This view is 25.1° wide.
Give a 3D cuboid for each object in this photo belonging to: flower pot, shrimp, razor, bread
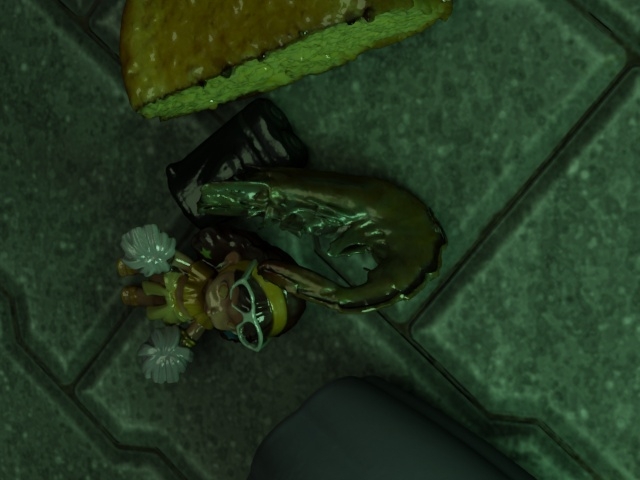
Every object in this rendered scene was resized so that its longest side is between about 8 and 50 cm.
[{"bbox_3d":[0.069,0.266,1.381,0.243,0.265,0.265,46,110,28],"label":"flower pot"},{"bbox_3d":[0.000,0.001,1.425,0.253,0.058,0.173,4,55,-2],"label":"shrimp"},{"bbox_3d":[-0.089,-0.077,1.514,0.148,0.054,0.090,-35,80,20],"label":"razor"},{"bbox_3d":[-0.059,-0.247,1.413,0.340,0.194,0.179,-17,89,28],"label":"bread"}]

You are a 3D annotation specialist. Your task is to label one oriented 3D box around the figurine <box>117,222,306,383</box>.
[{"bbox_3d":[-0.126,0.053,1.507,0.240,0.116,0.175,0,110,31],"label":"figurine"}]
